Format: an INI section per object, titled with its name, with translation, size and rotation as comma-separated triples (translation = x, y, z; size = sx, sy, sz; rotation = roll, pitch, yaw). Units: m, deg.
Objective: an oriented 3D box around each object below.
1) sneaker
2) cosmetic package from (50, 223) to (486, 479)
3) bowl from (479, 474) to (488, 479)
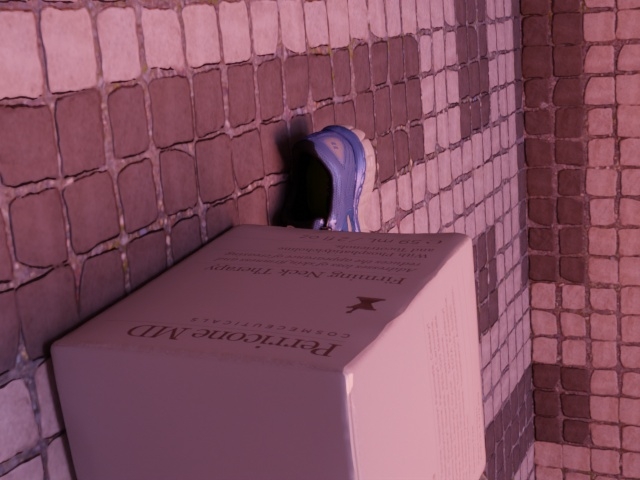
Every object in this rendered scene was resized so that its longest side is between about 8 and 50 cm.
[sneaker]
translation = 0.000, 0.000, 1.401
size = 0.147, 0.130, 0.329
rotation = -14, 101, -49
[cosmetic package]
translation = -0.026, 0.195, 1.083
size = 0.394, 0.330, 0.327
rotation = -38, 126, -59
[bowl]
translation = 0.106, 0.355, 1.509
size = 0.156, 0.289, 0.289
rotation = -54, 151, 2
